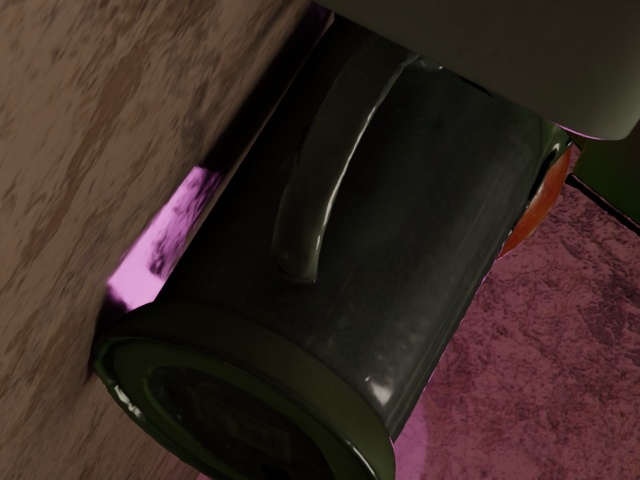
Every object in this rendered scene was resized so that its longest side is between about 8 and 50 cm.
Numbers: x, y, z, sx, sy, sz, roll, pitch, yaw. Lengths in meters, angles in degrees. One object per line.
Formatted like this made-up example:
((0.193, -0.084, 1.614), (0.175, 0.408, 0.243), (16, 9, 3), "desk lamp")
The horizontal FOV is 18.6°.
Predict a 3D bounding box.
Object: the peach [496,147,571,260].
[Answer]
((0.084, -0.064, 1.544), (0.243, 0.199, 0.243), (-45, 179, -1), "peach")

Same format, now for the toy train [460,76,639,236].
((0.135, -0.124, 1.086), (0.160, 0.296, 0.100), (-28, 152, -52), "toy train")

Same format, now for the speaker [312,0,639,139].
((0.135, -0.240, 0.790), (0.406, 0.184, 0.183), (-57, 177, -30), "speaker")

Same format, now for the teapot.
((0.026, -0.026, 1.198), (0.337, 0.200, 0.270), (-59, 163, -25), "teapot")
